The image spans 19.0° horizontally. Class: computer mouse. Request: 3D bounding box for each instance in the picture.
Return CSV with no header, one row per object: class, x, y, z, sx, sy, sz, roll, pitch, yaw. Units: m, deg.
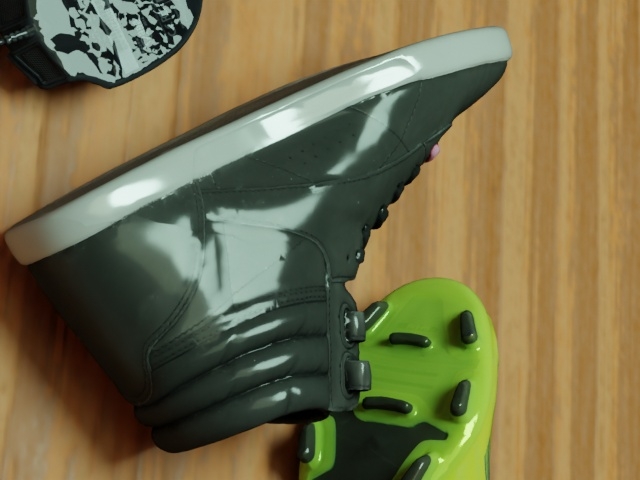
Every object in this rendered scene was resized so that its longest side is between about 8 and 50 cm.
computer mouse,-0.152,-0.084,0.863,0.242,0.041,0.071,-25,96,-34

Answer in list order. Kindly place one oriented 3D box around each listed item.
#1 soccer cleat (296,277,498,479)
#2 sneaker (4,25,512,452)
soccer cleat,0.043,0.160,0.932,0.121,0.093,0.289,52,39,-56
sneaker,0.000,0.000,0.919,0.296,0.104,0.147,-29,99,-34
